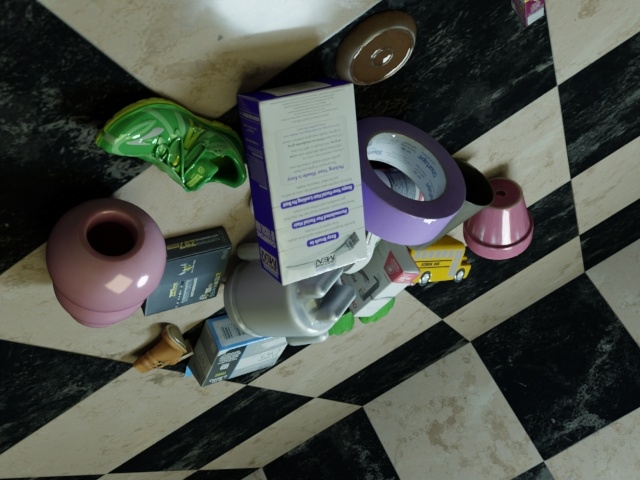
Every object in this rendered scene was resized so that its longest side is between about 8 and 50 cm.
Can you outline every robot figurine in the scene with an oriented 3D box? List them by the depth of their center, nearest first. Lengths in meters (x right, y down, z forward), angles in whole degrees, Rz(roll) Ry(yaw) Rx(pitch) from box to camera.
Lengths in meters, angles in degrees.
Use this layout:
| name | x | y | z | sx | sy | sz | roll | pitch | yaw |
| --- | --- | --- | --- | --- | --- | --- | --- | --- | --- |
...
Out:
| name | x | y | z | sx | sy | sz | roll | pitch | yaw |
| --- | --- | --- | --- | --- | --- | --- | --- | --- | --- |
| robot figurine | -0.090 | 0.130 | 1.667 | 0.353 | 0.300 | 0.200 | -7 | -154 | 40 |

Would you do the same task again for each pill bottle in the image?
| name | x | y | z | sx | sy | sz | roll | pitch | yaw |
| --- | --- | --- | --- | --- | --- | --- | --- | --- | --- |
| pill bottle | 0.149 | -0.116 | 1.641 | 0.180 | 0.108 | 0.108 | -8 | 148 | -38 |

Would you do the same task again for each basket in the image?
| name | x | y | z | sx | sy | sz | roll | pitch | yaw |
| --- | --- | --- | --- | --- | --- | --- | --- | --- | --- |
| basket | 0.304 | -0.086 | 1.819 | 0.204 | 0.154 | 0.227 | 0 | 147 | -43 |

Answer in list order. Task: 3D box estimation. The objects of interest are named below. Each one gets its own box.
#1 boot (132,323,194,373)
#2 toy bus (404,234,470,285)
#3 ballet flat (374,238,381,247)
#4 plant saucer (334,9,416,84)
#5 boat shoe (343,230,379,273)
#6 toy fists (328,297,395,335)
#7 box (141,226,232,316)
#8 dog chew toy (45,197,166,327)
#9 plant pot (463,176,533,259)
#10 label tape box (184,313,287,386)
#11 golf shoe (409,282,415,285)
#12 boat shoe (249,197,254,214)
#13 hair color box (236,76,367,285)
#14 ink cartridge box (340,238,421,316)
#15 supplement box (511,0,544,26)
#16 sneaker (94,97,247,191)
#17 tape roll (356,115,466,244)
| name | x | y | z | sx | sy | sz | roll | pitch | yaw |
| --- | --- | --- | --- | --- | --- | --- | --- | --- | --- |
| boot | -0.431 | 0.299 | 1.870 | 0.152 | 0.073 | 0.197 | -22 | 152 | -4 |
| toy bus | 0.327 | 0.053 | 2.109 | 0.333 | 0.108 | 0.130 | -2 | 113 | -44 |
| ballet flat | 0.152 | -0.046 | 1.848 | 0.070 | 0.070 | 0.188 | -14 | 153 | -29 |
| plant saucer | 0.106 | -0.340 | 1.270 | 0.168 | 0.029 | 0.168 | -23 | 156 | -11 |
| boat shoe | 0.086 | 0.002 | 1.790 | 0.096 | 0.098 | 0.277 | -25 | 157 | -36 |
| toy fists | 0.111 | 0.224 | 2.264 | 0.279 | 0.096 | 0.142 | -20 | 144 | -16 |
| box | -0.309 | 0.073 | 1.580 | 0.183 | 0.059 | 0.232 | -13 | 150 | -28 |
| dog chew toy | -0.408 | 0.063 | 1.314 | 0.207 | 0.206 | 0.332 | -14 | 160 | -29 |
| plant pot | 0.512 | -0.076 | 2.021 | 0.201 | 0.201 | 0.180 | -25 | 139 | -9 |
| label tape box | -0.244 | 0.332 | 2.074 | 0.249 | 0.115 | 0.347 | -13 | 149 | -31 |
| golf shoe | 0.262 | 0.108 | 2.238 | 0.186 | 0.067 | 0.086 | -14 | 146 | -50 |
| boat shoe | -0.070 | -0.109 | 1.464 | 0.083 | 0.076 | 0.226 | -1 | 144 | -44 |
| hair color box | -0.028 | -0.108 | 1.268 | 0.185 | 0.110 | 0.338 | -16 | 113 | -24 |
| ink cartridge box | 0.151 | 0.092 | 1.975 | 0.092 | 0.158 | 0.218 | 2 | 141 | -47 |
| supplement box | 0.388 | -0.454 | 1.315 | 0.043 | 0.055 | 0.083 | -31 | 156 | 5 |
| sneaker | -0.228 | -0.151 | 1.165 | 0.295 | 0.123 | 0.109 | 5 | 139 | -49 |
| tape roll | 0.157 | -0.126 | 1.433 | 0.275 | 0.275 | 0.090 | -10 | 149 | -35 |
